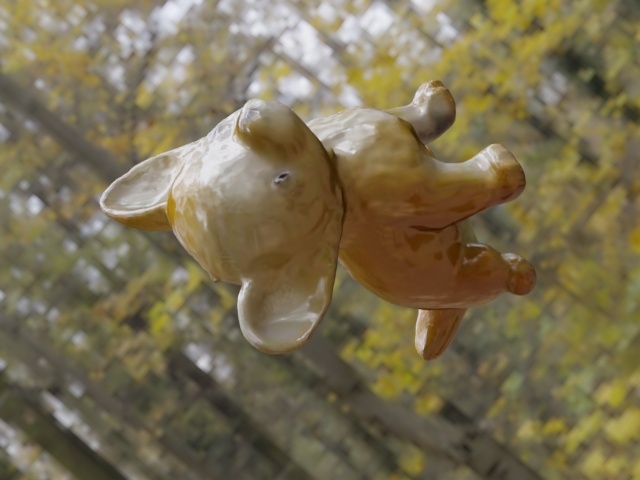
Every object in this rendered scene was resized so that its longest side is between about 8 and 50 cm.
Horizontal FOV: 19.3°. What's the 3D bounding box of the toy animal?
[{"bbox_3d":[0.000,0.000,0.413,0.083,0.060,0.081,-18,-41,-25],"label":"toy animal"}]
